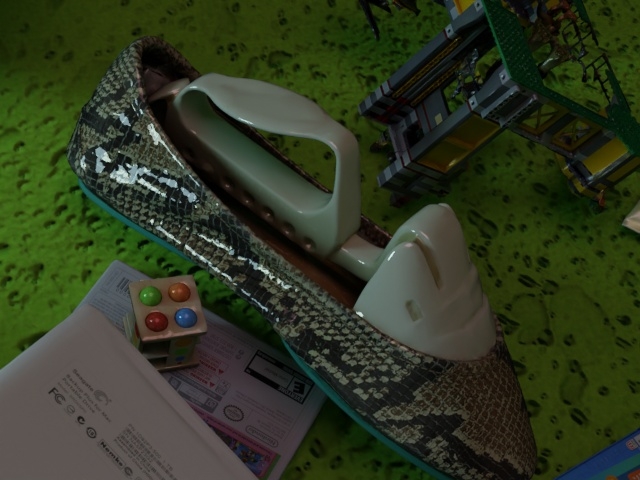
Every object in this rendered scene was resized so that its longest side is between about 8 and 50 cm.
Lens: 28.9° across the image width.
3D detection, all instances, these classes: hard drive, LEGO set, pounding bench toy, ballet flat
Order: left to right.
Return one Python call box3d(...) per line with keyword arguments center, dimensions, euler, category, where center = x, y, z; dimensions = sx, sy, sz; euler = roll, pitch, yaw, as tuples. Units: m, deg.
box3d(center=(-0.163, 0.181, 0.781), dimensions=(0.203, 0.040, 0.307), euler=(47, 30, -2), category="hard drive")
box3d(center=(-0.125, 0.051, 0.972), dimensions=(0.052, 0.065, 0.083), euler=(-8, 58, -19), category="pounding bench toy")
box3d(center=(0.000, 0.000, 0.987), dimensions=(0.483, 0.182, 0.164), euler=(38, 34, 14), category="ballet flat")
box3d(center=(0.143, -0.154, 1.176), dimensions=(0.255, 0.192, 0.331), euler=(10, 52, -44), category="LEGO set")

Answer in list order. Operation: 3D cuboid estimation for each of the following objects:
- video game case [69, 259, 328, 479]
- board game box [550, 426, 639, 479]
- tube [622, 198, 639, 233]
box3d(center=(-0.124, 0.135, 0.972), dimensions=(0.212, 0.023, 0.193), euler=(29, 54, 6), category="video game case")
box3d(center=(0.224, 0.254, 0.957), dimensions=(0.210, 0.047, 0.160), euler=(-23, 64, -26), category="board game box")
box3d(center=(0.379, -0.080, 1.224), dimensions=(0.070, 0.062, 0.240), euler=(0, 47, 42), category="tube")
